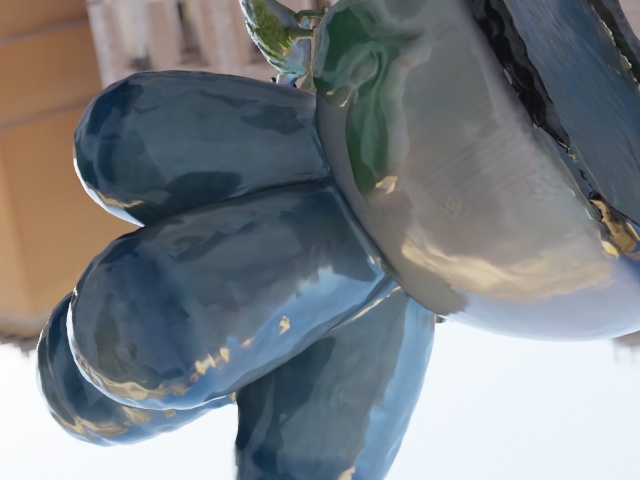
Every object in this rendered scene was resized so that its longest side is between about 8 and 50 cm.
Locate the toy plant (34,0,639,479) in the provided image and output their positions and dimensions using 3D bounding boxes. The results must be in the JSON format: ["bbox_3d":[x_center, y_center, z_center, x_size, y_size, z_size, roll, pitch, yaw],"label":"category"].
[{"bbox_3d":[0.000,0.000,0.888,0.332,0.247,0.247,-30,-175,21],"label":"toy plant"}]

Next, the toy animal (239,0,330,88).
[{"bbox_3d":[-0.028,-0.173,1.347,0.075,0.217,0.041,14,-119,23],"label":"toy animal"}]

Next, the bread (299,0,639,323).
[{"bbox_3d":[0.117,-0.084,1.629,0.395,0.239,0.264,-5,-126,49],"label":"bread"}]
